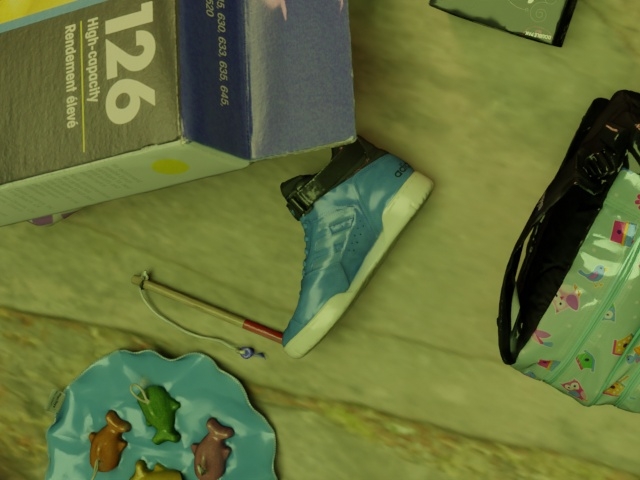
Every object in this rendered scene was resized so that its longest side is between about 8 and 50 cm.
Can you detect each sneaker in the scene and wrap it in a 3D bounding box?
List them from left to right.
[{"bbox_3d":[0.000,0.000,0.881,0.085,0.058,0.152,36,101,5],"label":"sneaker"}]

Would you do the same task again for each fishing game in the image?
[{"bbox_3d":[-0.122,0.165,0.948,0.189,0.041,0.264,22,100,14],"label":"fishing game"}]

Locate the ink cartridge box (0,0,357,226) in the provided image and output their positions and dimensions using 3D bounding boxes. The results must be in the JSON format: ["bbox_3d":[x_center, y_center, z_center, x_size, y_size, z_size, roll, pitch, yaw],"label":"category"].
[{"bbox_3d":[-0.137,-0.177,0.845,0.307,0.072,0.303,-13,69,25],"label":"ink cartridge box"}]

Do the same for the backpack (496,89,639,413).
[{"bbox_3d":[0.178,0.012,0.788,0.115,0.152,0.182,25,108,10],"label":"backpack"}]

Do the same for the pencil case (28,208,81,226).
[{"bbox_3d":[-0.143,-0.090,0.910,0.206,0.086,0.088,-29,53,17],"label":"pencil case"}]

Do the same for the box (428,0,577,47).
[{"bbox_3d":[0.121,-0.164,0.831,0.083,0.052,0.062,20,101,14],"label":"box"}]
